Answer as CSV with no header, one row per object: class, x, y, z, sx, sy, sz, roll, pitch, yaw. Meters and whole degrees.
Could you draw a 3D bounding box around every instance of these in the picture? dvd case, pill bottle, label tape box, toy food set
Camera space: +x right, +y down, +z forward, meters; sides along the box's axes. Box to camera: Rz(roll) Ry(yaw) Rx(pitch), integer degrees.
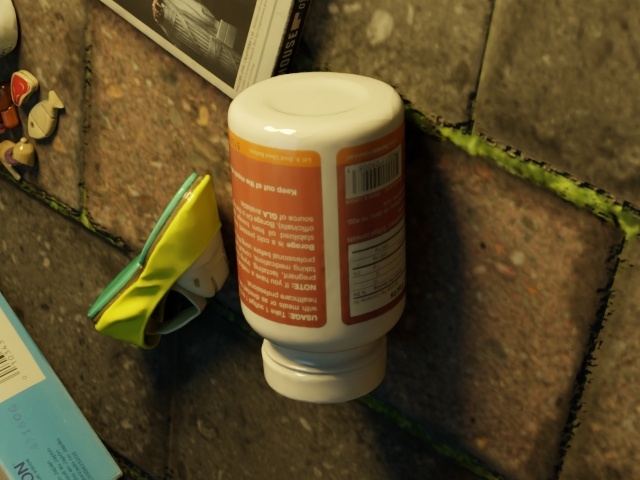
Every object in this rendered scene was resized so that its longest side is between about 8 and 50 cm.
dvd case,-0.101,-0.226,1.032,0.238,0.029,0.179,37,131,23
pill bottle,0.000,0.000,0.986,0.121,0.121,0.216,19,123,36
label tape box,-0.381,0.226,1.468,0.249,0.115,0.347,55,135,6
toy food set,-0.278,-0.108,1.265,0.078,0.019,0.122,49,136,13

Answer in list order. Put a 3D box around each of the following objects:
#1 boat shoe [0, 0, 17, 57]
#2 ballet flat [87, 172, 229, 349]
boat shoe,-0.371,-0.282,1.201,0.108,0.102,0.301,-17,99,46
ballet flat,-0.120,0.025,1.159,0.077,0.077,0.231,37,139,-5
